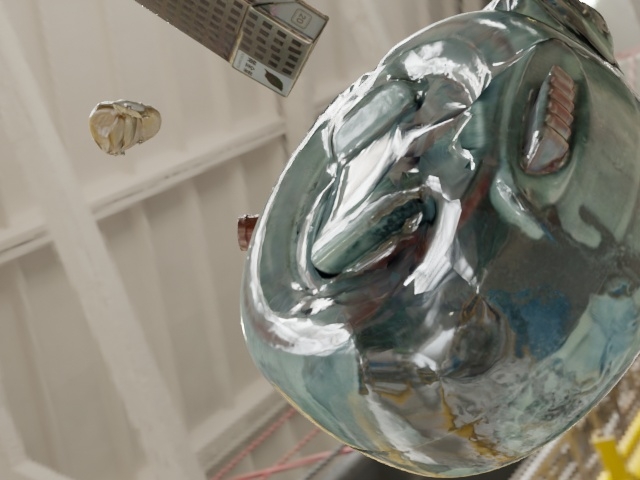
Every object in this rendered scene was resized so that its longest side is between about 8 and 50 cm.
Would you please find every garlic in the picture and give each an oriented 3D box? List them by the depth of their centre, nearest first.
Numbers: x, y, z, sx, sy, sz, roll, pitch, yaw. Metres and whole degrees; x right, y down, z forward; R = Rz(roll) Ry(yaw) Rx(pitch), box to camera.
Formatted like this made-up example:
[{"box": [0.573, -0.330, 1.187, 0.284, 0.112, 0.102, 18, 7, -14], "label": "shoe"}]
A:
[{"box": [-0.305, -0.183, 2.028, 0.074, 0.113, 0.094, -85, 3, -51], "label": "garlic"}]

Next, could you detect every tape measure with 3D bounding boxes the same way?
[{"box": [0.069, -0.009, 0.732, 0.147, 0.256, 0.275, 34, -149, -27], "label": "tape measure"}]

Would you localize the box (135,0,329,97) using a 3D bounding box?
[{"box": [-0.151, -0.306, 1.572, 0.325, 0.180, 0.047, 33, -110, -2], "label": "box"}]

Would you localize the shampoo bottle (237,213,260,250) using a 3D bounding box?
[{"box": [-0.004, -0.022, 2.132, 0.064, 0.260, 0.102, -85, -10, -58], "label": "shampoo bottle"}]
